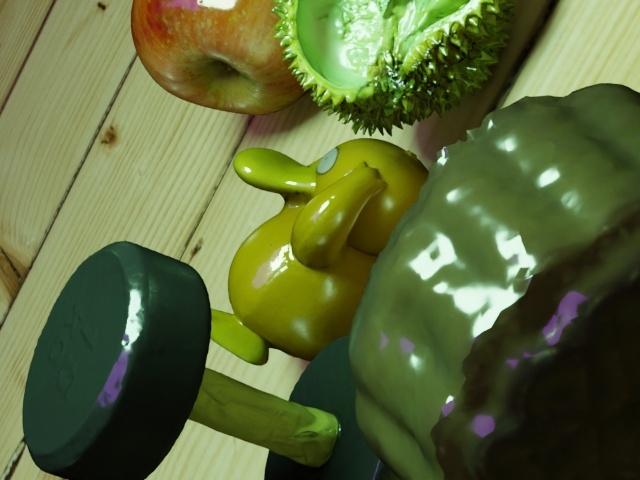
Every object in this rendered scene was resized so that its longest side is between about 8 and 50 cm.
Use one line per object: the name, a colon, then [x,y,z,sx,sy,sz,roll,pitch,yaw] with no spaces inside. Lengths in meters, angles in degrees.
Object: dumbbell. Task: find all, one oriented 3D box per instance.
dumbbell: [-0.069,0.145,1.473,0.204,0.322,0.203,-41,37,41]

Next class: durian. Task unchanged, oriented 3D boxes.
durian: [0.073,-0.208,1.617,0.237,0.176,0.200,-39,64,-4]

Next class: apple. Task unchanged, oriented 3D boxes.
apple: [-0.083,-0.271,1.922,0.242,0.242,0.241,-26,46,53]

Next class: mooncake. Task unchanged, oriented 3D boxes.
mooncake: [0.188,0.078,1.065,0.324,0.324,0.187,-59,30,15]

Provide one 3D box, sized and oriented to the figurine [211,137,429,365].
figurine: [0.002,0.010,1.642,0.215,0.215,0.228,24,106,63]
